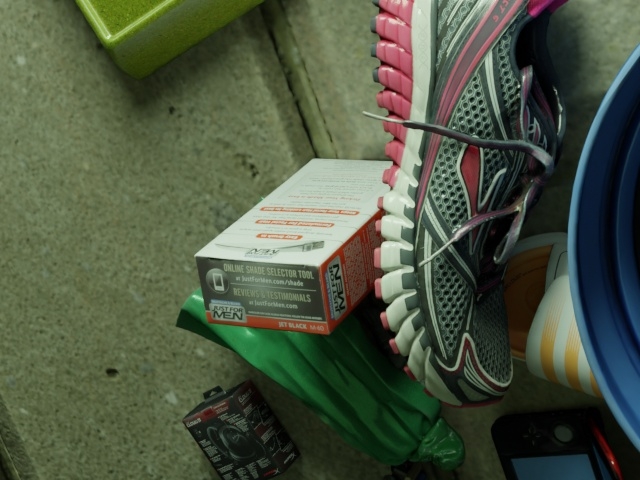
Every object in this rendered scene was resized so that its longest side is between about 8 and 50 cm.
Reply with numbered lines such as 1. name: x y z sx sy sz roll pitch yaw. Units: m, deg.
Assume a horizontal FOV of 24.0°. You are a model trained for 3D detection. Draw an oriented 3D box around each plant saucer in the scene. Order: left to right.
1. plant saucer: -0.129 -0.222 1.044 0.188 0.045 0.188 -27 98 36

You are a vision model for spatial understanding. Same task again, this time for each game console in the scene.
1. game console: 0.180 0.199 1.053 0.124 0.085 0.144 -10 108 32

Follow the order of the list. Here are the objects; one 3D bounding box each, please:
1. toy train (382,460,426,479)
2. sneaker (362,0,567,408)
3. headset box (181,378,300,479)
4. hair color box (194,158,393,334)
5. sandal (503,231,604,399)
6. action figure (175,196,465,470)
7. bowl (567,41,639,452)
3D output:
1. toy train: 0.053 0.233 1.179 0.036 0.027 0.158 24 124 13
2. sneaker: 0.098 -0.036 0.946 0.112 0.121 0.299 3 106 23
3. headset box: -0.066 0.154 1.203 0.062 0.032 0.083 -30 96 36
4. hair color box: 0.000 0.000 1.004 0.093 0.167 0.053 4 115 28
5. sandal: 0.214 0.060 0.970 0.265 0.076 0.101 8 117 27
6. action figure: 0.014 0.088 1.106 0.232 0.063 0.137 42 125 10
7. bowl: 0.336 0.004 0.834 0.391 0.077 0.391 6 110 17
